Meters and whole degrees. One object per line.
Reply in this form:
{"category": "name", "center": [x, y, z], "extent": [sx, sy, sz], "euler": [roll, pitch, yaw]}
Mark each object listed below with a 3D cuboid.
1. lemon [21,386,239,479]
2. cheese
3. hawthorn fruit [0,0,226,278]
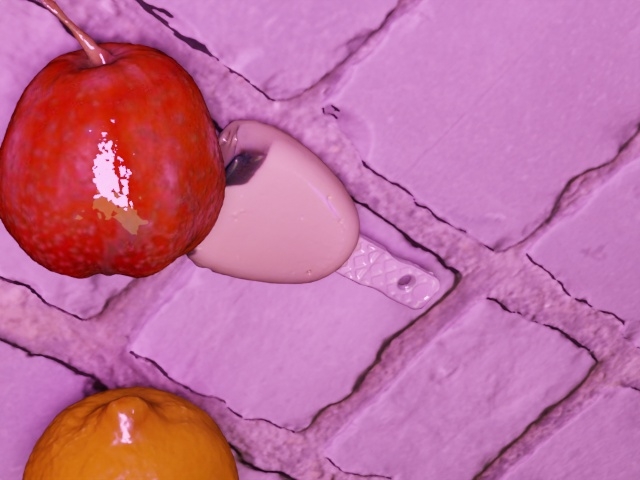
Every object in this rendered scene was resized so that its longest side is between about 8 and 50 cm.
{"category": "lemon", "center": [-0.160, 0.221, 1.003], "extent": [0.187, 0.187, 0.244], "euler": [-9, 129, -10]}
{"category": "cheese", "center": [0.000, 0.000, 0.965], "extent": [0.251, 0.054, 0.127], "euler": [28, 114, -32]}
{"category": "hawthorn fruit", "center": [-0.145, -0.077, 0.817], "extent": [0.163, 0.162, 0.203], "euler": [-1, 111, -16]}
